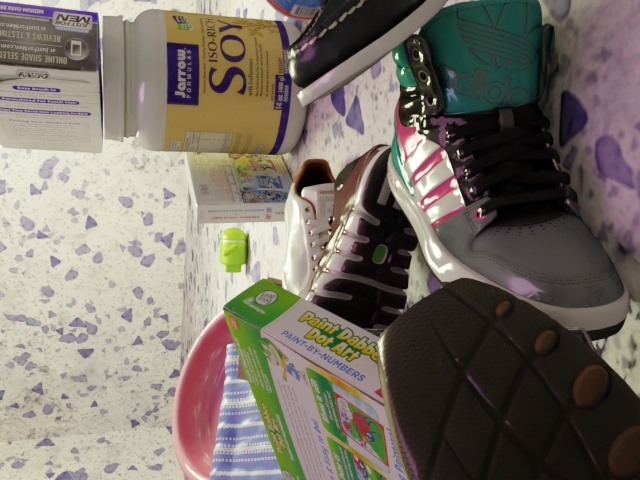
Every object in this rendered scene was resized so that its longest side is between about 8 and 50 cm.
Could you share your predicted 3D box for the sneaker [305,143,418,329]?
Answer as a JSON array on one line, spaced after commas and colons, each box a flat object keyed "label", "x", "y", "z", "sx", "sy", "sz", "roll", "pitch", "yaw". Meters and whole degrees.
[{"label": "sneaker", "x": 0.041, "y": 0.017, "z": 0.748, "sx": 0.162, "sy": 0.106, "sz": 0.281, "roll": -120, "pitch": 52, "yaw": -70}]

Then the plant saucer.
[{"label": "plant saucer", "x": -0.126, "y": 0.264, "z": 1.120, "sx": 0.332, "sy": 0.084, "sz": 0.332, "roll": -25, "pitch": 51, "yaw": 35}]

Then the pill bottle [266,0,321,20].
[{"label": "pill bottle", "x": -0.002, "y": -0.393, "z": 0.837, "sx": 0.221, "sy": 0.124, "sz": 0.124, "roll": 145, "pitch": 123, "yaw": -68}]

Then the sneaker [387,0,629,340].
[{"label": "sneaker", "x": 0.128, "y": -0.077, "z": 0.467, "sx": 0.295, "sy": 0.123, "sz": 0.179, "roll": -117, "pitch": 22, "yaw": -56}]

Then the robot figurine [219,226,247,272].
[{"label": "robot figurine", "x": -0.215, "y": 0.021, "z": 1.601, "sx": 0.101, "sy": 0.067, "sz": 0.115, "roll": -125, "pitch": 37, "yaw": -80}]

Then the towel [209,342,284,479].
[{"label": "towel", "x": -0.078, "y": 0.292, "z": 0.955, "sx": 0.243, "sy": 0.040, "sz": 0.336, "roll": -19, "pitch": 54, "yaw": 38}]

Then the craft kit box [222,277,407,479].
[{"label": "craft kit box", "x": 0.039, "y": 0.179, "z": 0.542, "sx": 0.246, "sy": 0.061, "sz": 0.250, "roll": 20, "pitch": 135, "yaw": 40}]

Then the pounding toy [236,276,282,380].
[{"label": "pounding toy", "x": -0.014, "y": 0.160, "z": 0.841, "sx": 0.206, "sy": 0.181, "sz": 0.094, "roll": -69, "pitch": -9, "yaw": -57}]

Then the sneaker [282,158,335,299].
[{"label": "sneaker", "x": 0.000, "y": 0.000, "z": 0.872, "sx": 0.123, "sy": 0.105, "sz": 0.290, "roll": 103, "pitch": 159, "yaw": -43}]

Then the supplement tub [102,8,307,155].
[{"label": "supplement tub", "x": -0.206, "y": -0.272, "z": 1.135, "sx": 0.241, "sy": 0.331, "sz": 0.241, "roll": 179, "pitch": 90, "yaw": -72}]

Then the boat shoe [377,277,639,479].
[{"label": "boat shoe", "x": 0.134, "y": 0.174, "z": 0.330, "sx": 0.324, "sy": 0.122, "sz": 0.120, "roll": 56, "pitch": 164, "yaw": 19}]

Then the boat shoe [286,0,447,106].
[{"label": "boat shoe", "x": 0.046, "y": -0.204, "z": 0.475, "sx": 0.114, "sy": 0.091, "sz": 0.302, "roll": -21, "pitch": 25, "yaw": 40}]

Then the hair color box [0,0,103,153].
[{"label": "hair color box", "x": -0.458, "y": -0.254, "z": 1.074, "sx": 0.339, "sy": 0.185, "sz": 0.110, "roll": 146, "pitch": 123, "yaw": -69}]

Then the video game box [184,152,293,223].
[{"label": "video game box", "x": -0.147, "y": -0.103, "z": 1.197, "sx": 0.205, "sy": 0.187, "sz": 0.048, "roll": -114, "pitch": 26, "yaw": -52}]

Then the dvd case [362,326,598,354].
[{"label": "dvd case", "x": 0.121, "y": 0.133, "z": 0.453, "sx": 0.221, "sy": 0.018, "sz": 0.165, "roll": -13, "pitch": 108, "yaw": 59}]
